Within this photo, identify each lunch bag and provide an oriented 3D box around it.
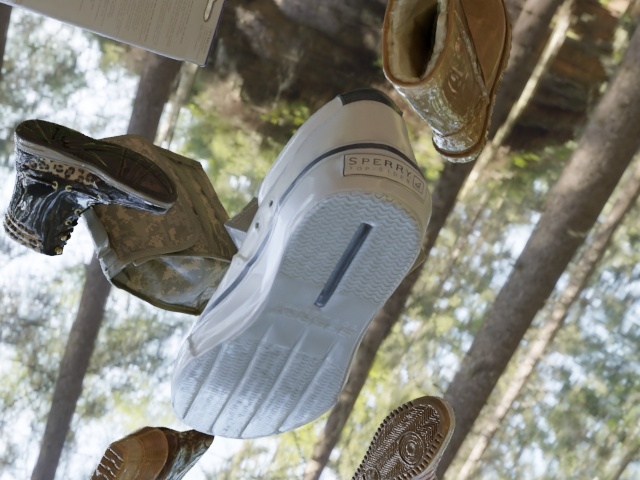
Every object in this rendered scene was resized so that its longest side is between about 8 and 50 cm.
[{"bbox_3d":[-0.268,-0.029,1.559,0.287,0.169,0.235,20,-144,-59],"label":"lunch bag"}]

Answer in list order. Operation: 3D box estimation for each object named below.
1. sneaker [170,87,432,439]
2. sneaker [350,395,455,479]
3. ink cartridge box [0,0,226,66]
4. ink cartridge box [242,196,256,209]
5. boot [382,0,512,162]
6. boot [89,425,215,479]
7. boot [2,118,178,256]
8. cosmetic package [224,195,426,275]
[{"bbox_3d":[-0.011,0.025,0.553,0.094,0.258,0.091,22,-135,-15],"label":"sneaker"},{"bbox_3d":[0.061,0.138,0.604,0.067,0.118,0.042,5,-143,-39],"label":"sneaker"},{"bbox_3d":[-0.192,-0.290,0.998,0.069,0.176,0.371,20,-172,19],"label":"ink cartridge box"},{"bbox_3d":[-0.082,-0.004,1.658,0.122,0.088,0.052,37,-110,6],"label":"ink cartridge box"},{"bbox_3d":[0.139,-0.222,1.041,0.089,0.236,0.269,0,166,18],"label":"boot"},{"bbox_3d":[-0.256,0.349,1.316,0.090,0.248,0.207,41,-168,23],"label":"boot"},{"bbox_3d":[-0.329,-0.051,1.389,0.236,0.179,0.085,23,-148,-3],"label":"boot"},{"bbox_3d":[0.000,0.000,1.216,0.127,0.107,0.238,-41,-148,-22],"label":"cosmetic package"}]
